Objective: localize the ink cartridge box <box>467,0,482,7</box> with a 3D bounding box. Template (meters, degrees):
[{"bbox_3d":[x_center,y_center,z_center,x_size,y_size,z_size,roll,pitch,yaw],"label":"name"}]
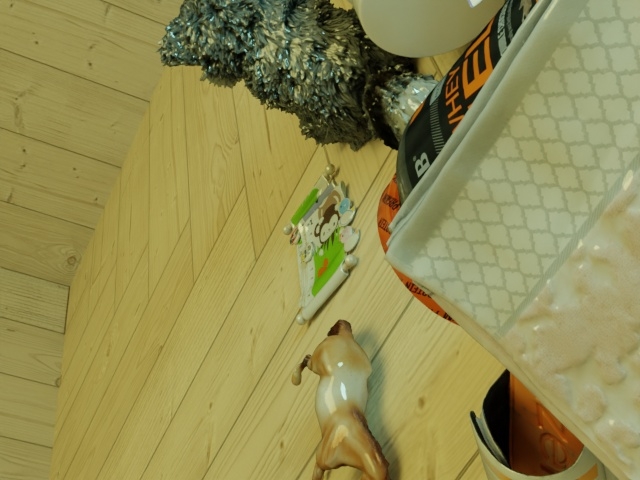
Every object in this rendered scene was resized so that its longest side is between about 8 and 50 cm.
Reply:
[{"bbox_3d":[0.200,-0.359,1.021,0.208,0.045,0.206,-35,59,28],"label":"ink cartridge box"}]

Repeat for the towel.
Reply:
[{"bbox_3d":[0.221,-0.011,0.555,0.053,0.317,0.332,-25,-28,-53],"label":"towel"}]

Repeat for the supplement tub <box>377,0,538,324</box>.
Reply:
[{"bbox_3d":[0.192,-0.082,0.747,0.338,0.207,0.207,-50,29,46],"label":"supplement tub"}]

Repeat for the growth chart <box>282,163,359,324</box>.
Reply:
[{"bbox_3d":[0.000,0.000,1.440,0.172,0.021,0.237,-57,25,32],"label":"growth chart"}]

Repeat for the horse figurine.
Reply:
[{"bbox_3d":[0.019,0.189,1.168,0.174,0.066,0.263,124,153,-49],"label":"horse figurine"}]

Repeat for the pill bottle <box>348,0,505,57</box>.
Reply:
[{"bbox_3d":[0.092,-0.399,1.242,0.210,0.210,0.363,-55,37,38],"label":"pill bottle"}]

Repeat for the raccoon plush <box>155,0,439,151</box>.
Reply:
[{"bbox_3d":[-0.029,-0.262,1.334,0.446,0.299,0.216,13,85,69],"label":"raccoon plush"}]

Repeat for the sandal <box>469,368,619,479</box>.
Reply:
[{"bbox_3d":[0.144,0.123,0.712,0.102,0.076,0.265,21,127,49],"label":"sandal"}]
